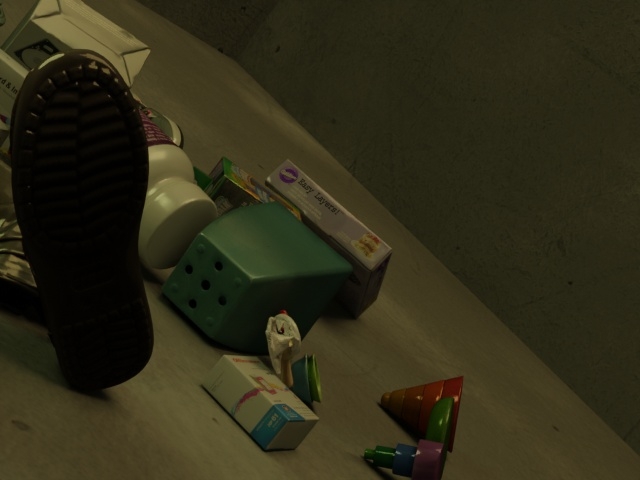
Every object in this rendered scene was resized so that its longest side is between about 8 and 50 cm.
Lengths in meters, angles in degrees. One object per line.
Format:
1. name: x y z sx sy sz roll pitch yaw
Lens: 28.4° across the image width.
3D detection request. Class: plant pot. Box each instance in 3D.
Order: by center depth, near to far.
1. plant pot: -0.105 0.057 1.786 0.165 0.165 0.234 42 19 19

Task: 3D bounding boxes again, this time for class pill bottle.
1. pill bottle: -0.286 -0.099 1.793 0.301 0.169 0.169 42 12 26

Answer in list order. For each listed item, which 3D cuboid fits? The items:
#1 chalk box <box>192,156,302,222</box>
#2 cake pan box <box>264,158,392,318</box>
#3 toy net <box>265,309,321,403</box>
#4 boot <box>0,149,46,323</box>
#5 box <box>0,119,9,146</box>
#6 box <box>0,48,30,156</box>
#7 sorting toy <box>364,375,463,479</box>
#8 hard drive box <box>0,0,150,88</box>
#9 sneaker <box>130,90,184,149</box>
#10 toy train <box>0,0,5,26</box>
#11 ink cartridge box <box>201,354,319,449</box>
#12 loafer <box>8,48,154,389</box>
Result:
1. chalk box: -0.151 -0.043 2.099 0.213 0.132 0.132 36 11 -14
2. cake pan box: 0.000 0.000 2.287 0.267 0.070 0.245 40 -23 14
3. toy net: -0.035 0.138 1.678 0.232 0.045 0.122 72 12 -68
4. boot: -0.354 -0.011 1.387 0.246 0.083 0.161 29 36 -28
5. box: -0.402 -0.061 1.163 0.103 0.203 0.114 43 12 25
6. box: -0.393 -0.119 1.485 0.145 0.186 0.038 39 11 4
7. sorting toy: 0.130 0.276 1.854 0.126 0.127 0.365 10 9 11
8. hard drive box: -0.400 -0.265 1.959 0.181 0.232 0.089 33 54 -19
9. sneaker: -0.364 -0.233 2.208 0.178 0.124 0.295 35 2 -42
10. toy train: -0.609 -0.387 1.926 0.190 0.142 0.334 58 11 0
11. ink cartridge box: -0.074 0.197 1.555 0.122 0.052 0.088 41 11 23
12. loafer: -0.253 -0.024 1.270 0.134 0.365 0.130 -12 32 -25
